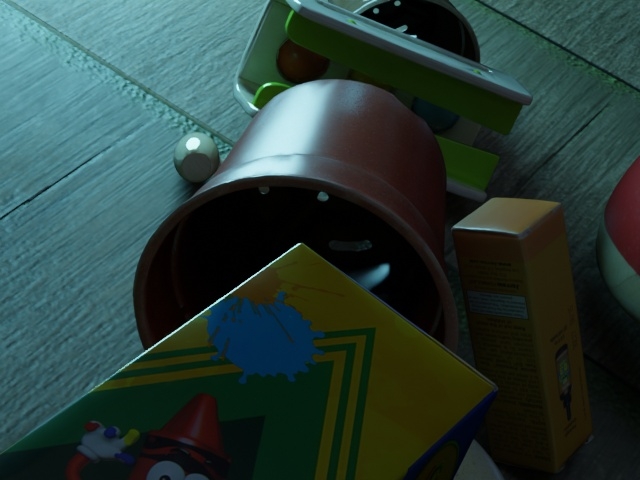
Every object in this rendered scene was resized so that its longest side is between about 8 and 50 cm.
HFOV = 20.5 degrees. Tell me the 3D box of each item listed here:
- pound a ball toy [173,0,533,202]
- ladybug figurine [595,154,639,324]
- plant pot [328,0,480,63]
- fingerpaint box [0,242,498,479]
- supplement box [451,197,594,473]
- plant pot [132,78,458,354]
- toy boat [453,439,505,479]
[{"bbox_3d":[0.023,-0.124,1.797,0.319,0.208,0.136,18,15,-20],"label":"pound a ball toy"},{"bbox_3d":[0.428,-0.013,1.731,0.305,0.162,0.449,4,24,3],"label":"ladybug figurine"},{"bbox_3d":[0.078,-0.232,1.926,0.167,0.167,0.165,8,34,-14],"label":"plant pot"},{"bbox_3d":[-0.116,0.273,1.044,0.163,0.445,0.371,36,42,17],"label":"fingerpaint box"},{"bbox_3d":[0.179,0.084,1.545,0.080,0.233,0.078,4,25,38],"label":"supplement box"},{"bbox_3d":[0.000,0.000,1.562,0.272,0.272,0.265,19,32,-1],"label":"plant pot"},{"bbox_3d":[0.043,0.276,1.356,0.267,0.148,0.318,-4,39,-19],"label":"toy boat"}]
